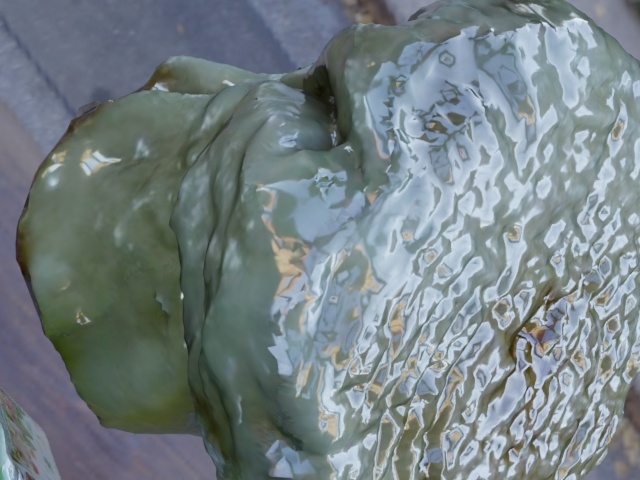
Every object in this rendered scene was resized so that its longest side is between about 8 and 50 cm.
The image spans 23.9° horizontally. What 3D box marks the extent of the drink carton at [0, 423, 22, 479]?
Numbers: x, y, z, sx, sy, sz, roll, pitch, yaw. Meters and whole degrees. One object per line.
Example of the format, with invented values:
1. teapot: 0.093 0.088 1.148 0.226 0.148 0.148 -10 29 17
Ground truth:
1. drink carton: -0.137 0.163 0.385 0.108 0.161 0.271 2 72 -9

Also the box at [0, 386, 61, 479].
1. box: -0.183 0.059 0.646 0.032 0.122 0.220 -37 125 0

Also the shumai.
1. shumai: 0.000 0.000 0.731 0.304 0.263 0.309 -41 137 -33
